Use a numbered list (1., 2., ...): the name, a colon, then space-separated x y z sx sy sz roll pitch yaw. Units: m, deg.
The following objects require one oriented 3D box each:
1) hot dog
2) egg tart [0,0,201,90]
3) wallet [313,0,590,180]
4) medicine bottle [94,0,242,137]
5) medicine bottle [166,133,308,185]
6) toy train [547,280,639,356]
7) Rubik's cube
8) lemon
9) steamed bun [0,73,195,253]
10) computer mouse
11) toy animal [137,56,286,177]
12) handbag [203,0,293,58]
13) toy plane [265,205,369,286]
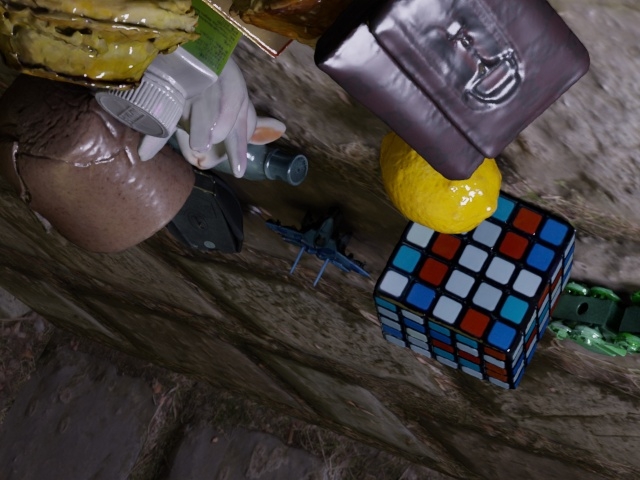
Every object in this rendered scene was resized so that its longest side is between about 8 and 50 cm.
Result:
1. hot dog: 0.041 -0.212 1.434 0.259 0.114 0.175 24 170 -38
2. egg tart: -0.225 -0.198 1.476 0.241 0.106 0.241 8 -171 -1
3. wallet: 0.120 -0.159 1.383 0.229 0.182 0.049 39 -169 -43
4. medicine bottle: -0.149 -0.206 1.638 0.088 0.188 0.132 36 164 -28
5. medicine bottle: -0.110 -0.117 2.123 0.208 0.053 0.090 17 165 34
6. toy train: 0.389 0.109 1.965 0.119 0.085 0.251 31 168 -33
7. Rubik's cube: 0.186 0.049 1.912 0.187 0.184 0.182 22 164 14
8. lemon: 0.129 -0.071 1.753 0.155 0.114 0.114 35 168 20
9. steamed bun: -0.345 -0.103 2.241 0.251 0.199 0.301 37 174 -35
10. computer mouse: -0.178 -0.059 2.413 0.126 0.071 0.231 6 148 24
11. toy animal: -0.135 -0.138 1.938 0.141 0.138 0.282 19 164 16
12. handbag: -0.104 -0.267 1.511 0.190 0.063 0.127 37 -160 -29
13. toy plane: 0.004 -0.007 2.258 0.169 0.078 0.246 27 158 2
